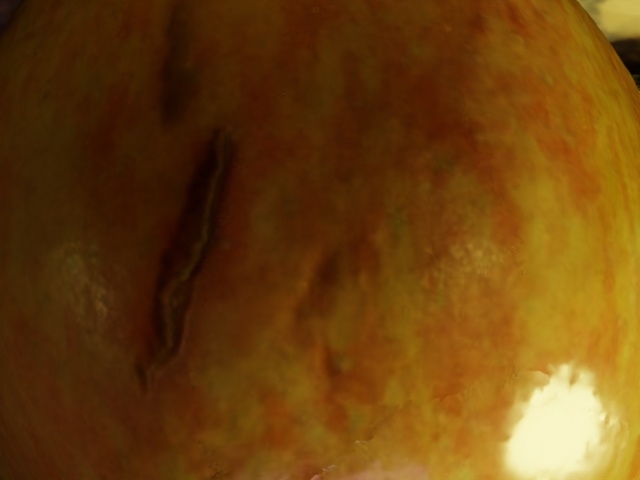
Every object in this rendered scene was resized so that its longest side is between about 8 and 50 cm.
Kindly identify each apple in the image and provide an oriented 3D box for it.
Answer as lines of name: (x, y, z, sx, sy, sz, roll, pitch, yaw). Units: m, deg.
apple: (0.000, 0.000, 0.676, 0.264, 0.264, 0.264, 1, 159, 0)

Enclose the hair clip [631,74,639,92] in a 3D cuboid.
hair clip: (0.193, -0.049, 0.779, 0.172, 0.049, 0.116, -12, 151, 37)
